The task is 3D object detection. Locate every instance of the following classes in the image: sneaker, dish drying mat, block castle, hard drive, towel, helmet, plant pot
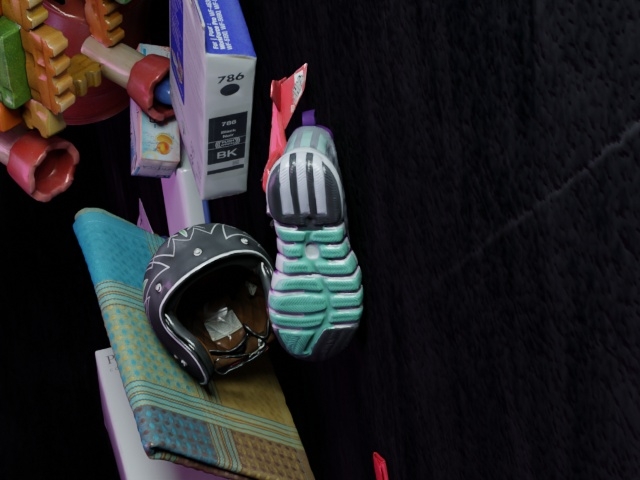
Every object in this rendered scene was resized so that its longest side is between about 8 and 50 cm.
[{"bbox_3d":[0.000,0.000,1.194,0.098,0.083,0.224,-79,-8,-52],"label":"sneaker"},{"bbox_3d":[0.059,0.237,1.252,0.032,0.008,0.083,-153,52,-75],"label":"dish drying mat"},{"bbox_3d":[-0.305,-0.292,1.674,0.212,0.303,0.453,31,142,26],"label":"block castle"},{"bbox_3d":[-0.196,-0.006,2.073,0.210,0.040,0.319,-123,24,-58],"label":"hard drive"},{"bbox_3d":[-0.151,0.132,1.620,0.040,0.271,0.370,-44,45,22],"label":"towel"},{"bbox_3d":[-0.119,0.062,1.525,0.162,0.169,0.169,61,167,-1],"label":"helmet"},{"bbox_3d":[-0.364,-0.350,2.048,0.265,0.272,0.273,129,128,-64],"label":"plant pot"}]

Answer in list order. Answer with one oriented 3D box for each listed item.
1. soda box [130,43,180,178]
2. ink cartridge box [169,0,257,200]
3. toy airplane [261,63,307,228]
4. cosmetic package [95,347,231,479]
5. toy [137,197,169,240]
[{"bbox_3d":[-0.234,-0.183,1.934,0.063,0.058,0.183,133,138,-59],"label":"soda box"},{"bbox_3d":[-0.123,-0.200,1.521,0.333,0.065,0.165,99,156,-61],"label":"ink cartridge box"},{"bbox_3d":[-0.035,-0.084,1.225,0.151,0.028,0.151,10,-90,-81],"label":"toy airplane"},{"bbox_3d":[-0.142,0.296,1.734,0.156,0.217,0.385,90,161,-44],"label":"cosmetic package"},{"bbox_3d":[-0.249,0.053,2.334,0.137,0.056,0.237,110,141,-61],"label":"toy"}]
